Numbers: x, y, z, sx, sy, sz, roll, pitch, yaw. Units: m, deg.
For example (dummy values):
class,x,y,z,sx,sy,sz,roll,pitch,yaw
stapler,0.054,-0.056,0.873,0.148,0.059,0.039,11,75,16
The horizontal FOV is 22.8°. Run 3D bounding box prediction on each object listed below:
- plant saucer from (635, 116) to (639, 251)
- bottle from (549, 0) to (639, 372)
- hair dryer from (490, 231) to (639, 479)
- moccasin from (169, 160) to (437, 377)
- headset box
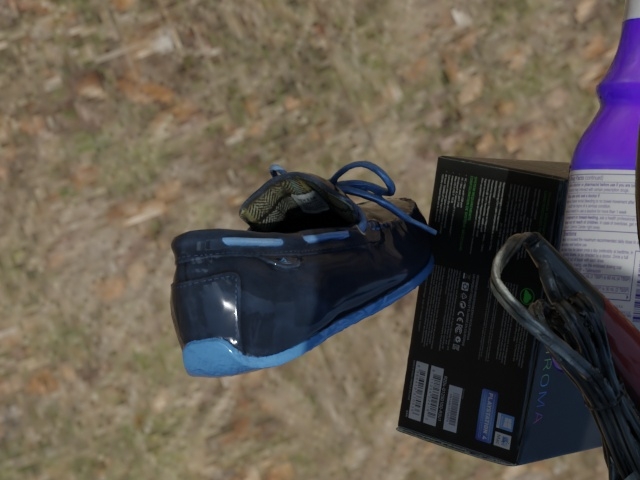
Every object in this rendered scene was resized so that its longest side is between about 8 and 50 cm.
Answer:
class,x,y,z,sx,sy,sz,roll,pitch,yaw
plant saucer,0.199,-0.054,0.586,0.050,0.311,0.310,10,148,-18
bottle,0.239,-0.036,1.157,0.118,0.283,0.092,4,174,39
hair dryer,0.194,0.093,0.833,0.080,0.224,0.293,-14,176,28
moccasin,0.000,0.000,1.179,0.137,0.117,0.342,-12,-172,22
headset box,0.216,0.056,1.423,0.131,0.246,0.283,14,-172,37
